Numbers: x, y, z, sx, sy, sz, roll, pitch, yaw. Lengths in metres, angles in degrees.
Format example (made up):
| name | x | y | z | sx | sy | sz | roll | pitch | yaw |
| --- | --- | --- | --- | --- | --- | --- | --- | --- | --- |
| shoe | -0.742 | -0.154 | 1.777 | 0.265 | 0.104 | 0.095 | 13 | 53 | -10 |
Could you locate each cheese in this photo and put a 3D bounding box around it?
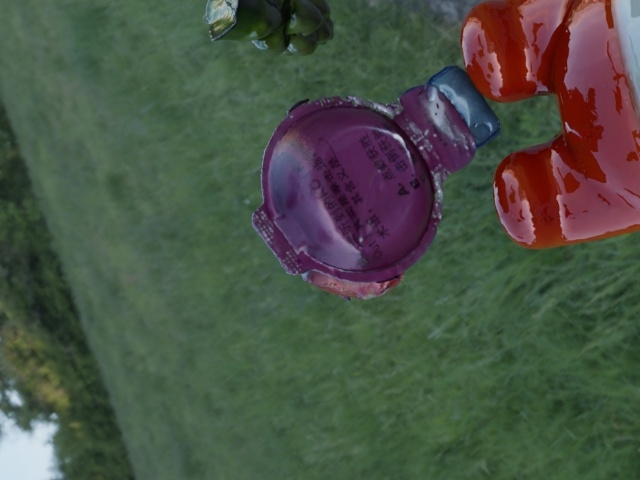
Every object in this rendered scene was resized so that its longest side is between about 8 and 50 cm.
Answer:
| name | x | y | z | sx | sy | sz | roll | pitch | yaw |
| --- | --- | --- | --- | --- | --- | --- | --- | --- | --- |
| cheese | 0.030 | -0.037 | 0.385 | 0.095 | 0.145 | 0.038 | 54 | 156 | -1 |

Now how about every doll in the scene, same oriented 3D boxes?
| name | x | y | z | sx | sy | sz | roll | pitch | yaw |
| --- | --- | --- | --- | --- | --- | --- | --- | --- | --- |
| doll | 0.215 | -0.085 | 0.297 | 0.337 | 0.105 | 0.199 | -13 | 85 | 35 |

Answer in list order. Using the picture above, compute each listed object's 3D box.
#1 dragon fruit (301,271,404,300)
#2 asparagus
| name | x | y | z | sx | sy | sz | roll | pitch | yaw |
| --- | --- | --- | --- | --- | --- | --- | --- | --- | --- |
| dragon fruit | 0.000 | 0.000 | 0.783 | 0.153 | 0.111 | 0.152 | 23 | 118 | 53 |
| asparagus | -0.042 | -0.205 | 0.723 | 0.080 | 0.080 | 0.287 | 51 | -159 | 7 |
